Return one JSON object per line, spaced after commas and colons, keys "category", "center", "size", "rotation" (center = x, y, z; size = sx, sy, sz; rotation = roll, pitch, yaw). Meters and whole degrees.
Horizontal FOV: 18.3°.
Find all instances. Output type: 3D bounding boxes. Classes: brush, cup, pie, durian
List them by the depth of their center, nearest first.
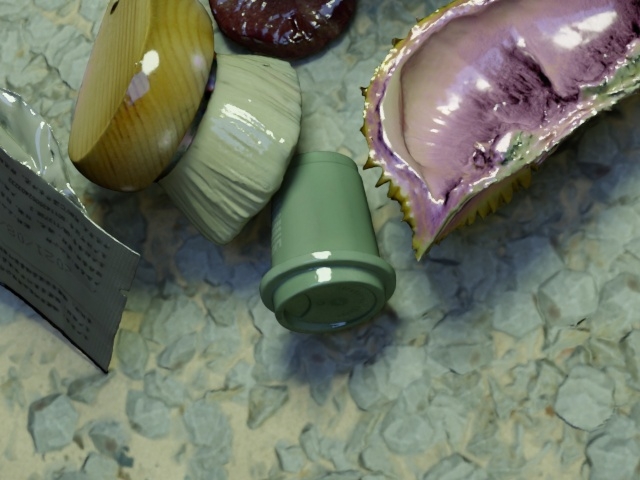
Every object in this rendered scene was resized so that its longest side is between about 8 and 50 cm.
{"category": "durian", "center": [0.176, -0.133, 1.737], "size": [0.341, 0.112, 0.191], "rotation": [-37, 58, -4]}
{"category": "cup", "center": [0.000, 0.000, 1.754], "size": [0.120, 0.120, 0.141], "rotation": [-17, 59, 13]}
{"category": "brush", "center": [-0.120, -0.137, 1.804], "size": [0.174, 0.166, 0.267], "rotation": [-52, 26, 33]}
{"category": "pie", "center": [-0.036, -0.241, 1.867], "size": [0.154, 0.036, 0.154], "rotation": [-5, 74, 16]}

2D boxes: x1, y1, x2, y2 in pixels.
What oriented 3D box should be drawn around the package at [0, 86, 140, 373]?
{"category": "package", "center": [-0.261, -0.015, 1.795], "size": [0.062, 0.204, 0.251], "rotation": [-29, 67, -27]}
